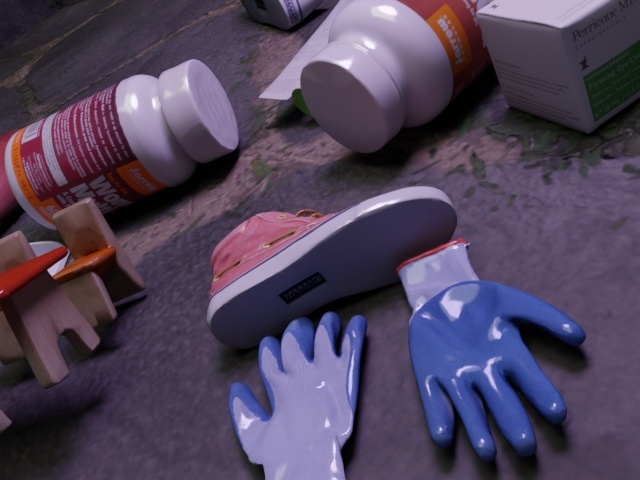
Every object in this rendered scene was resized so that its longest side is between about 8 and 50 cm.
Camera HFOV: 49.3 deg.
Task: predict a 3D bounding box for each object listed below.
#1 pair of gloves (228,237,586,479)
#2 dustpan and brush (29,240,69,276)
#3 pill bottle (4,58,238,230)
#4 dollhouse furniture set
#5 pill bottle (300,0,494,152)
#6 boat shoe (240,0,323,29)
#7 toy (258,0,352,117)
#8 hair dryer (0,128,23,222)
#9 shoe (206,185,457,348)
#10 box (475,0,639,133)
[{"bbox_3d":[0.038,0.073,0.379,0.198,0.023,0.159,-25,33,9],"label":"pair of gloves"},{"bbox_3d":[-0.368,0.063,0.691,0.211,0.060,0.147,-23,32,11],"label":"dustpan and brush"},{"bbox_3d":[-0.206,-0.100,0.735,0.221,0.121,0.121,-20,32,16],"label":"pill bottle"},{"bbox_3d":[-0.293,0.065,0.485,0.259,0.135,0.262,-22,15,17],"label":"dollhouse furniture set"},{"bbox_3d":[0.086,-0.176,0.602,0.216,0.121,0.121,-46,34,-24],"label":"pill bottle"},{"bbox_3d":[-0.068,-0.391,1.087,0.084,0.095,0.258,-31,41,-10],"label":"boat shoe"},{"bbox_3d":[0.053,-0.217,0.754,0.137,0.056,0.237,12,55,44],"label":"toy"},{"bbox_3d":[-0.354,-0.119,0.927,0.224,0.080,0.293,10,49,46],"label":"hair dryer"},{"bbox_3d":[0.000,0.000,0.473,0.178,0.063,0.081,-29,36,10],"label":"shoe"},{"bbox_3d":[0.191,-0.149,0.508,0.101,0.087,0.102,-34,31,-7],"label":"box"}]
